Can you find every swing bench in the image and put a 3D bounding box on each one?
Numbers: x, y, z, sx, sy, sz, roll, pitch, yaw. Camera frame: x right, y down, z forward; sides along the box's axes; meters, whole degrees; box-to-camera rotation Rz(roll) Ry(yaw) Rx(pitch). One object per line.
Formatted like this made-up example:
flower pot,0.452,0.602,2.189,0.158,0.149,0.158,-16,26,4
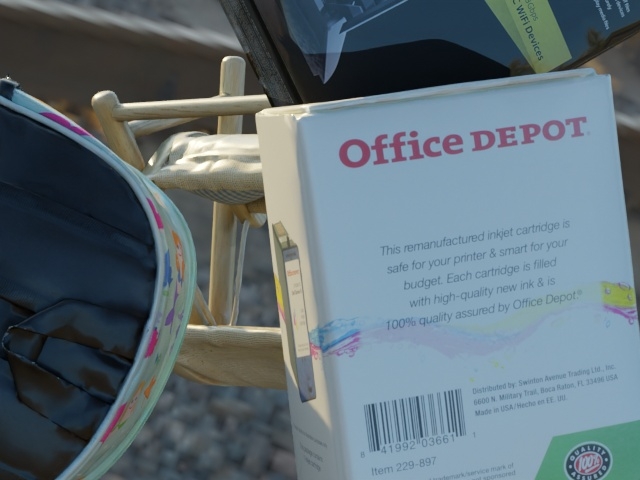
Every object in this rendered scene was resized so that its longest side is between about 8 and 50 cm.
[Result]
swing bench,0.000,0.000,1.377,0.253,0.254,0.165,0,14,37

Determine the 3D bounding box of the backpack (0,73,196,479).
backpack,-0.195,0.024,0.999,0.254,0.225,0.191,23,-4,11

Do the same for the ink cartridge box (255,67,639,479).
ink cartridge box,0.063,0.032,0.913,0.154,0.212,0.093,-9,7,-15

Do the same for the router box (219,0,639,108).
router box,0.041,-0.215,0.982,0.243,0.308,0.081,-29,16,-11
